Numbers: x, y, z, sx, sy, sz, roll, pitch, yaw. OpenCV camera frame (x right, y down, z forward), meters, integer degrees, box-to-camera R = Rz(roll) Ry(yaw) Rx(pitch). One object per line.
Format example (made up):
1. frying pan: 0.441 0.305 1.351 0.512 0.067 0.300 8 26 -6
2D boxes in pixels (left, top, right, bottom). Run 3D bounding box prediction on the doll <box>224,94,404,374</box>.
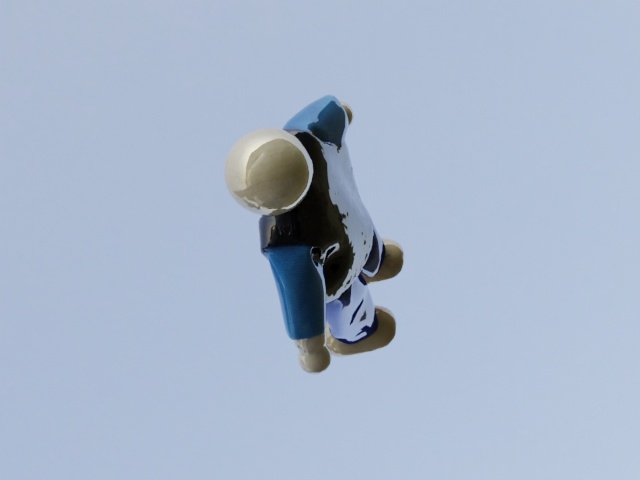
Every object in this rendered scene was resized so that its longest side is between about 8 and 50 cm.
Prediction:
1. doll: 0.000 0.000 0.816 0.189 0.046 0.129 57 -143 -65
